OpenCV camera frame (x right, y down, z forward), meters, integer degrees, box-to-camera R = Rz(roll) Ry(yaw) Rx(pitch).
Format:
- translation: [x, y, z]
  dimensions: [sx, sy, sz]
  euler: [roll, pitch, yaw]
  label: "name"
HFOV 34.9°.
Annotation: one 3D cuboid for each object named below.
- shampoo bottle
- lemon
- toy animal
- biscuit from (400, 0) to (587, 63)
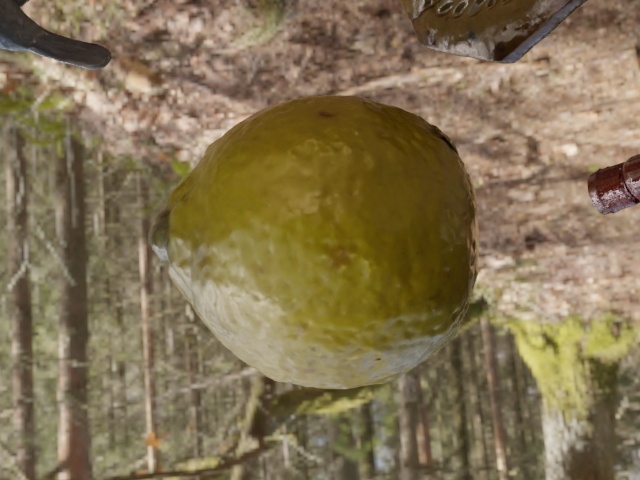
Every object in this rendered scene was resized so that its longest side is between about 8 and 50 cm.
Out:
- translation: [0.540, -0.113, 1.461]
  dimensions: [0.314, 0.076, 0.118]
  euler: [-20, 170, 41]
  label: "shampoo bottle"
- translation: [0.000, 0.000, 1.167]
  dimensions: [0.387, 0.350, 0.350]
  euler: [1, 165, -20]
  label: "lemon"
- translation: [-0.301, -0.203, 0.865]
  dimensions: [0.255, 0.239, 0.176]
  euler: [36, 147, -11]
  label: "toy animal"
- translation: [0.206, -0.391, 1.244]
  dimensions: [0.046, 0.359, 0.359]
  euler: [-3, 168, -40]
  label: "biscuit"
